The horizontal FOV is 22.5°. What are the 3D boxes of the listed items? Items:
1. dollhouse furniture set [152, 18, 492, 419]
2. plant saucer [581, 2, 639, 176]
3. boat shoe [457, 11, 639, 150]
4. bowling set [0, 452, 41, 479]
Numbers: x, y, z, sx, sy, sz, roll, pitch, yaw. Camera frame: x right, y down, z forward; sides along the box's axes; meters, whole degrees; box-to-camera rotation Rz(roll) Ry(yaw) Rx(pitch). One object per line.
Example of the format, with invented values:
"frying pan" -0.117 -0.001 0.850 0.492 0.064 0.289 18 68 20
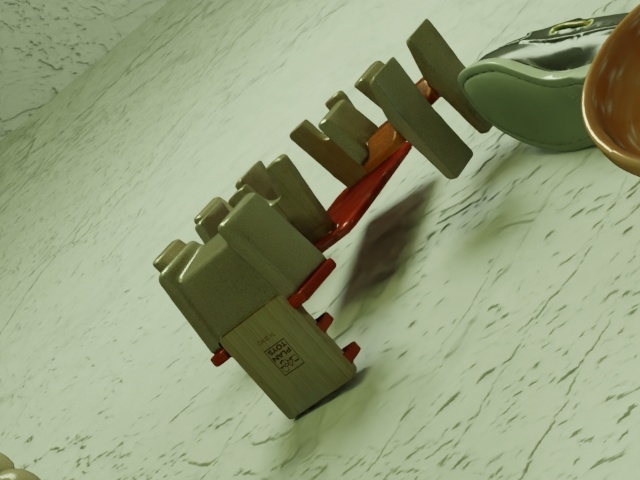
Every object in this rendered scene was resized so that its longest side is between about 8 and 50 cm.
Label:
"dollhouse furniture set" 0.000 0.000 1.177 0.262 0.135 0.259 -38 8 35
"plant saucer" 0.242 -0.098 0.884 0.200 0.037 0.200 -24 34 18
"boat shoe" 0.178 -0.109 1.066 0.068 0.081 0.228 -49 25 -17
"bowling set" -0.228 0.196 1.076 0.154 0.200 0.287 -37 19 -18
